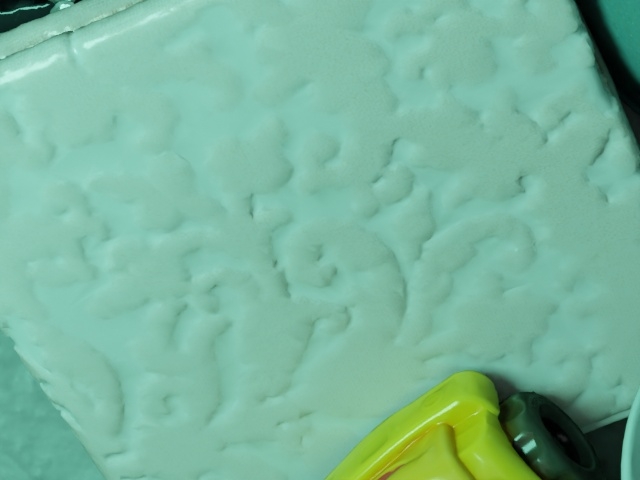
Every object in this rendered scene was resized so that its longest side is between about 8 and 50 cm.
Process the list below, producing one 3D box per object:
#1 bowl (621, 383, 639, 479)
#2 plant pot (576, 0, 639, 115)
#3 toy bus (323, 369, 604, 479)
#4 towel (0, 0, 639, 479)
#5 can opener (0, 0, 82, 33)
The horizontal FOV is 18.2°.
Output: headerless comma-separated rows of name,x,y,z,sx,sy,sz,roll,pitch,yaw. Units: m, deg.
bowl,0.292,0.138,0.923,0.297,0.298,0.134,-6,137,7
plant pot,0.226,-0.163,0.883,0.271,0.255,0.272,1,94,9
toy bus,0.098,0.201,0.935,0.220,0.211,0.149,43,110,-13
towel,0.000,0.000,0.951,0.317,0.053,0.332,-22,126,9
can opener,-0.180,-0.132,1.063,0.186,0.073,0.059,-11,131,13
